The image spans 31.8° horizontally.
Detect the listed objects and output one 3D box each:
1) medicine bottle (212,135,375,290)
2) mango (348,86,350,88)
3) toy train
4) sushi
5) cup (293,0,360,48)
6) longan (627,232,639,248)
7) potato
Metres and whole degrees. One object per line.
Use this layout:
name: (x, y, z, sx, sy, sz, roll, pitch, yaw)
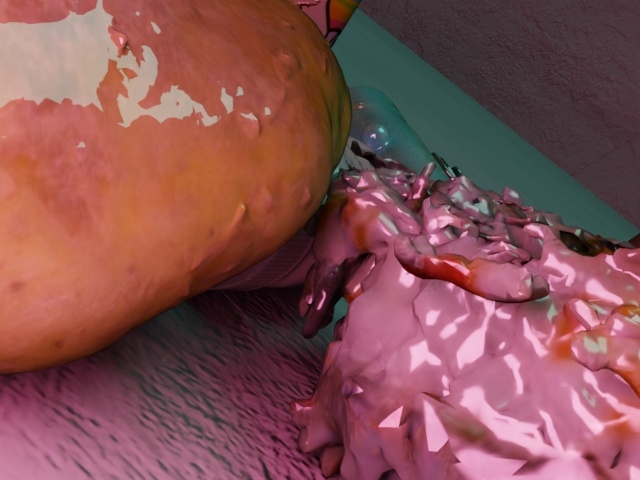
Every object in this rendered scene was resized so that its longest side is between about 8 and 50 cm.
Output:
medicine bottle: (-0.026, -0.022, 0.676, 0.105, 0.105, 0.168, 42, 15, 19)
mango: (-0.001, -0.111, 1.044, 0.165, 0.091, 0.074, 38, 25, -3)
toy train: (0.075, -0.032, 0.893, 0.159, 0.101, 0.248, 54, 5, -34)
sushi: (0.170, 0.085, 0.560, 0.417, 0.176, 0.417, 22, 1, 0)
cup: (-0.068, -0.267, 1.146, 0.191, 0.200, 0.253, 42, 16, 16)
longan: (0.319, 0.097, 0.877, 0.300, 0.300, 0.243, -55, 134, -76)
potato: (-0.092, -0.056, 0.460, 0.191, 0.141, 0.296, 44, 31, 17)
